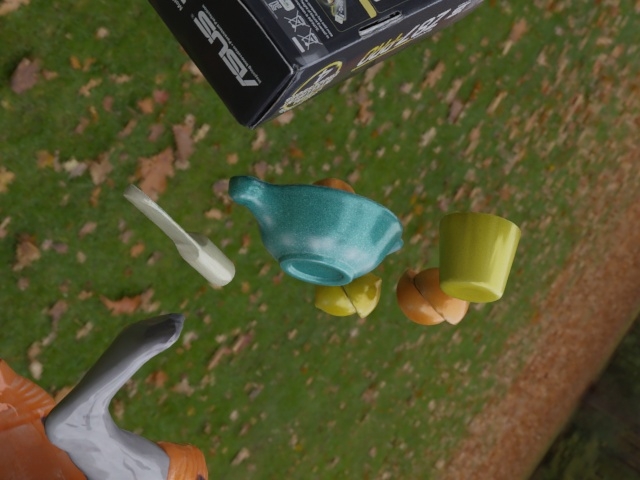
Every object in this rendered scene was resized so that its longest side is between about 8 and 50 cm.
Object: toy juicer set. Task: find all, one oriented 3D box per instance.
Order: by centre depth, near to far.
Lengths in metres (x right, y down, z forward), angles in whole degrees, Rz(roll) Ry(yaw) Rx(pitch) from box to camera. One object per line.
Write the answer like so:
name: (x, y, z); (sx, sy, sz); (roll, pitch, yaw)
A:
toy juicer set: (0.000, 0.000, 0.861); (0.209, 0.329, 0.089); (103, -2, -71)

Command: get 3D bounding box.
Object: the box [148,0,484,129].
box: (-0.053, -0.319, 0.772); (0.318, 0.395, 0.097); (-36, 177, -38)

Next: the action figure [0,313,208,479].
action figure: (-0.156, 0.172, 0.485); (0.178, 0.341, 0.330); (-35, 124, -50)
